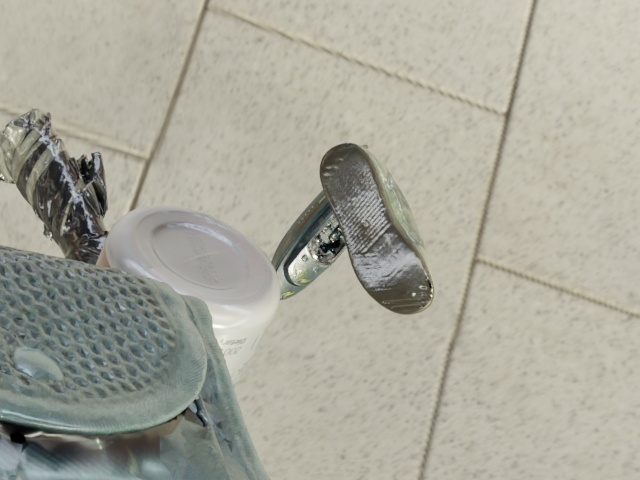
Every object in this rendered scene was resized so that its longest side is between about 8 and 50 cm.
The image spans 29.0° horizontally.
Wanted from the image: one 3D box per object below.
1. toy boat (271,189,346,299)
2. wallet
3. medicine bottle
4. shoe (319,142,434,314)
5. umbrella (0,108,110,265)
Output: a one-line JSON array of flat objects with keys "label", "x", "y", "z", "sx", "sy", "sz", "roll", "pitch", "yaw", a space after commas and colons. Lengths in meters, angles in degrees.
[{"label": "toy boat", "x": 0.000, "y": 0.000, "z": 1.977, "sx": 0.246, "sy": 0.103, "sz": 0.093, "roll": -49, "pitch": 131, "yaw": -6}, {"label": "wallet", "x": -0.166, "y": 0.085, "z": 0.673, "sx": 0.342, "sy": 0.075, "sz": 0.237, "roll": 15, "pitch": 37, "yaw": -41}, {"label": "medicine bottle", "x": -0.157, "y": 0.122, "z": 1.106, "sx": 0.157, "sy": 0.288, "sz": 0.157, "roll": 21, "pitch": 30, "yaw": -12}, {"label": "shoe", "x": 0.092, "y": -0.021, "z": 1.819, "sx": 0.103, "sy": 0.098, "sz": 0.275, "roll": -19, "pitch": 97, "yaw": 23}, {"label": "umbrella", "x": -0.308, "y": -0.012, "z": 1.617, "sx": 0.106, "sy": 0.113, "sz": 0.357, "roll": -15, "pitch": 66, "yaw": -51}]
